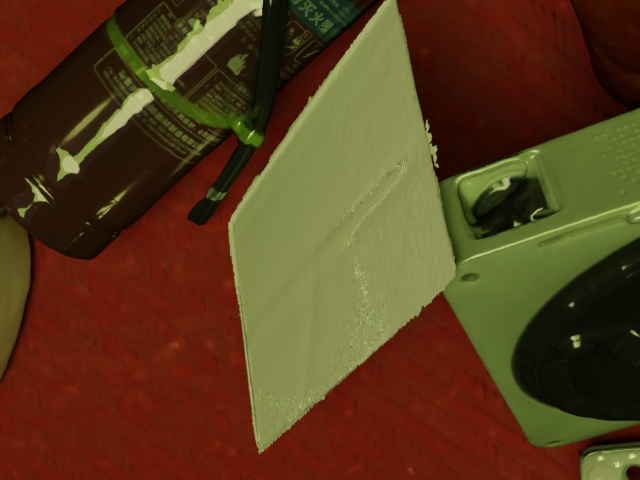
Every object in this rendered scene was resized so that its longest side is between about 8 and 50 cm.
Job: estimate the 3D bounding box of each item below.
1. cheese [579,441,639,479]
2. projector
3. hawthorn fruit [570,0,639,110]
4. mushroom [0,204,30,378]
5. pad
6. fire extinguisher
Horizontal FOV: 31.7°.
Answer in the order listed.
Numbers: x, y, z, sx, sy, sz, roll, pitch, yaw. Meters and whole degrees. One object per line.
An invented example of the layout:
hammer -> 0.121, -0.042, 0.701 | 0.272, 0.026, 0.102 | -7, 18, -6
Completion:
cheese -> 0.281, 0.128, 0.667 | 0.252, 0.054, 0.127 | -6, 102, 9
projector -> 0.205, 0.019, 0.560 | 0.257, 0.259, 0.079 | -19, 58, 11
hawthorn fruit -> 0.208, -0.147, 0.539 | 0.211, 0.210, 0.262 | 30, 111, 0
mushroom -> -0.310, 0.062, 0.669 | 0.236, 0.162, 0.173 | 3, 101, 8
pad -> 0.000, 0.000, 0.583 | 0.004, 0.156, 0.232 | 5, 149, -25
fire extinguisher -> -0.031, -0.121, 0.630 | 0.341, 0.105, 0.141 | -39, 127, 13
